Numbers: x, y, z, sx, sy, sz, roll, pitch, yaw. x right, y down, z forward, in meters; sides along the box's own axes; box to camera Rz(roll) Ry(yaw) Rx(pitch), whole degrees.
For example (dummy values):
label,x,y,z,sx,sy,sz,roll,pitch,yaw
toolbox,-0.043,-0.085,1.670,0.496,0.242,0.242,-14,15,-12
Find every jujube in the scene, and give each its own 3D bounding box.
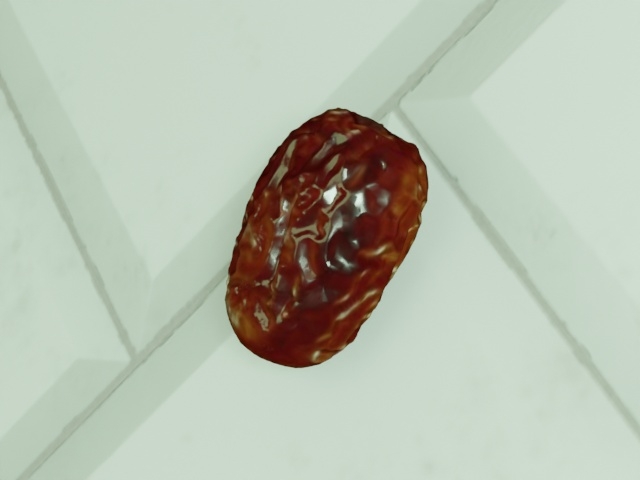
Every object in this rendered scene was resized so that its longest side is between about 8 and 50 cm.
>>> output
label,x,y,z,sx,sy,sz,roll,pitch,yaw
jujube,0.000,0.000,0.909,0.176,0.109,0.112,-62,15,5
